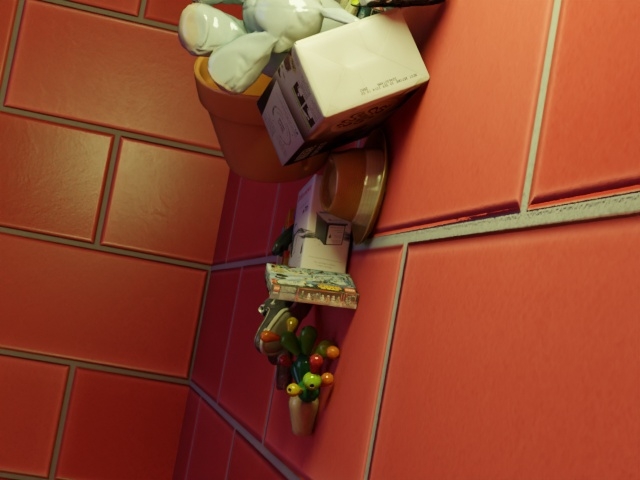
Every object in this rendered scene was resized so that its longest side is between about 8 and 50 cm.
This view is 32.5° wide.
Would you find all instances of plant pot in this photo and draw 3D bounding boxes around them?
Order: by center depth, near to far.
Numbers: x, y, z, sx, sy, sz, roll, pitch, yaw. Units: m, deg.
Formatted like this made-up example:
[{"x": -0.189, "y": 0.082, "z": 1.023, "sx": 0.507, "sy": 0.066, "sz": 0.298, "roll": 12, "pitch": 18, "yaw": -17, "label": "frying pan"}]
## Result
[{"x": -0.087, "y": -0.242, "z": 2.067, "sx": 0.291, "sy": 0.290, "sz": 0.204, "roll": -97, "pitch": 5, "yaw": -57, "label": "plant pot"}]

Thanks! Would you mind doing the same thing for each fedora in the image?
[{"x": 0.047, "y": -0.089, "z": 1.696, "sx": 0.194, "sy": 0.079, "sz": 0.194, "roll": -168, "pitch": 90, "yaw": -79, "label": "fedora"}]

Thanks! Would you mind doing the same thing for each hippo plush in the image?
[{"x": -0.061, "y": -0.370, "z": 1.740, "sx": 0.236, "sy": 0.294, "sz": 0.234, "roll": -14, "pitch": -100, "yaw": -66, "label": "hippo plush"}]

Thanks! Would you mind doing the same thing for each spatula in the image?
[{"x": -0.041, "y": -0.040, "z": 1.986, "sx": 0.296, "sy": 0.030, "sz": 0.084, "roll": -63, "pitch": -9, "yaw": -63, "label": "spatula"}]

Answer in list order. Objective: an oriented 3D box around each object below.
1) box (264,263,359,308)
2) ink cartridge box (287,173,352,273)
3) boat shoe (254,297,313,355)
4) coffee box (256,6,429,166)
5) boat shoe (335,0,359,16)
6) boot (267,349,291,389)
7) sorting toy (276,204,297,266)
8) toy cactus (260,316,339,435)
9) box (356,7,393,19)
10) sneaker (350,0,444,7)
[{"x": -0.015, "y": 0.070, "z": 1.699, "sx": 0.094, "sy": 0.137, "sz": 0.027, "roll": -112, "pitch": 31, "yaw": -71, "label": "box"}, {"x": 0.000, "y": 0.000, "z": 1.838, "sx": 0.139, "sy": 0.082, "sz": 0.191, "roll": 139, "pitch": 140, "yaw": -73, "label": "ink cartridge box"}, {"x": -0.074, "y": 0.131, "z": 1.911, "sx": 0.206, "sy": 0.065, "sz": 0.075, "roll": -51, "pitch": -37, "yaw": -50, "label": "boat shoe"}, {"x": 0.023, "y": -0.220, "z": 1.636, "sx": 0.119, "sy": 0.168, "sz": 0.297, "roll": 67, "pitch": 163, "yaw": 4, "label": "coffee box"}, {"x": 0.023, "y": -0.431, "z": 1.871, "sx": 0.103, "sy": 0.092, "sz": 0.285, "roll": -96, "pitch": 22, "yaw": -58, "label": "boat shoe"}, {"x": -0.078, "y": 0.249, "z": 2.111, "sx": 0.106, "sy": 0.037, "sz": 0.114, "roll": 110, "pitch": 161, "yaw": -48, "label": "boot"}, {"x": -0.066, "y": 0.029, "z": 2.242, "sx": 0.208, "sy": 0.038, "sz": 0.193, "roll": 121, "pitch": 157, "yaw": -60, "label": "sorting toy"}, {"x": -0.033, "y": 0.228, "z": 1.778, "sx": 0.219, "sy": 0.112, "sz": 0.181, "roll": -150, "pitch": 61, "yaw": -69, "label": "toy cactus"}, {"x": 0.074, "y": -0.362, "z": 1.907, "sx": 0.233, "sy": 0.044, "sz": 0.159, "roll": -98, "pitch": 23, "yaw": -58, "label": "box"}, {"x": 0.103, "y": -0.394, "z": 1.562, "sx": 0.300, "sy": 0.111, "sz": 0.121, "roll": -143, "pitch": 50, "yaw": -73, "label": "sneaker"}]
